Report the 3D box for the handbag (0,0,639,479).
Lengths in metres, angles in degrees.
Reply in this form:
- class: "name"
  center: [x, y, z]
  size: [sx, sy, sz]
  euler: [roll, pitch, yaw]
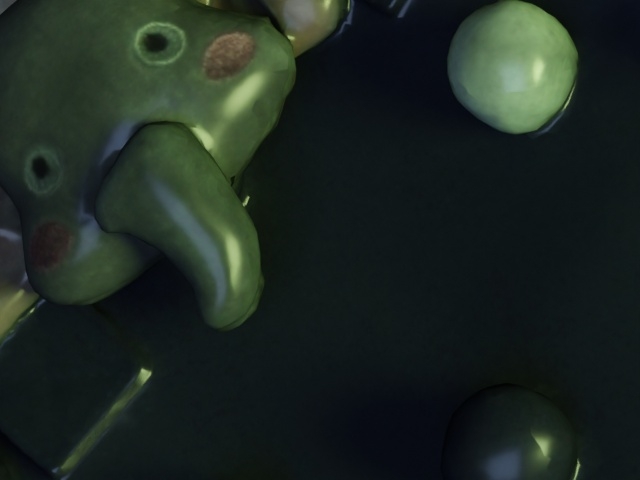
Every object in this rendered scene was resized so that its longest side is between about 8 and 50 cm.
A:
- class: "handbag"
  center: [0.000, 0.000, 0.532]
  size: [0.269, 0.118, 0.325]
  euler: [34, 91, 27]
